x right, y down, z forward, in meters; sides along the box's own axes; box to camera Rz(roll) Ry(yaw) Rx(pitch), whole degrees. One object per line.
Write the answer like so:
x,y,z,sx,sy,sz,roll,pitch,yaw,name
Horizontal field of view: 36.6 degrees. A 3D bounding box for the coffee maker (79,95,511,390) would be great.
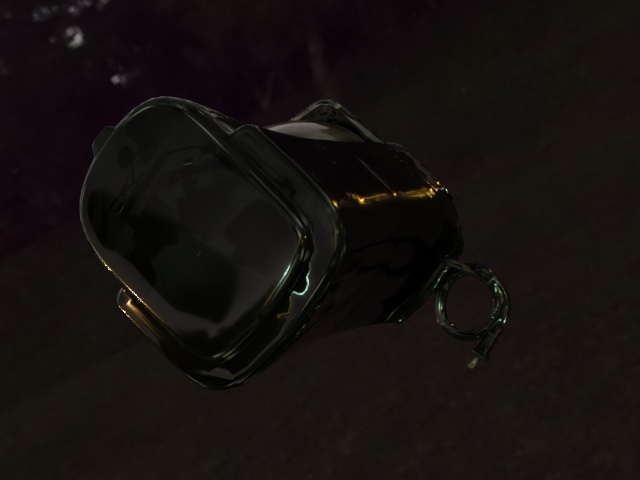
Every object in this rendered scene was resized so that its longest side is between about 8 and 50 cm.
0.000,0.000,0.470,0.171,0.120,0.178,20,13,20,coffee maker
